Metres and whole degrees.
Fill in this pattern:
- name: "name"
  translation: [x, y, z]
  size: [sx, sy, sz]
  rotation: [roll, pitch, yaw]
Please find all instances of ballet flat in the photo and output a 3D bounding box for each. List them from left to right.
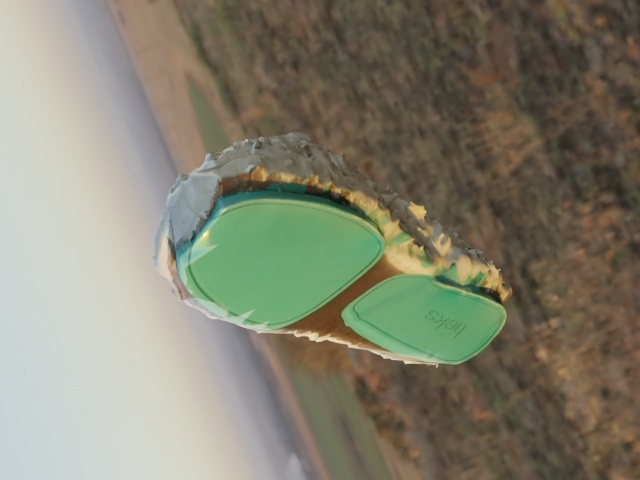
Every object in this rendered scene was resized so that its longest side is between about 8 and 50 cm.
- name: "ballet flat"
  translation: [0.000, 0.000, 0.978]
  size: [0.409, 0.147, 0.147]
  rotation: [28, -149, -56]
